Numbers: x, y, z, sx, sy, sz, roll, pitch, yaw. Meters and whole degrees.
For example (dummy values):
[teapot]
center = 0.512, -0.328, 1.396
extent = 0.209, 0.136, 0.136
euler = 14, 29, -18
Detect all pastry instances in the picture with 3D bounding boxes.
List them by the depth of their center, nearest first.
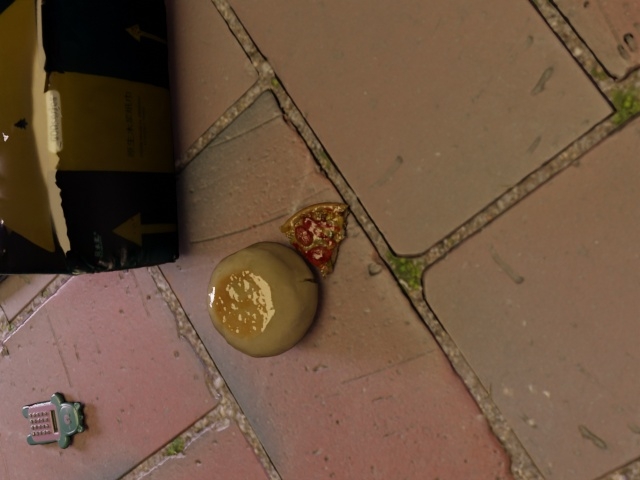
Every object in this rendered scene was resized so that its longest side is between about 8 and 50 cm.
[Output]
[pastry]
center = -0.079, 0.079, 1.071
extent = 0.156, 0.092, 0.157
euler = 2, 95, 22

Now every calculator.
[calculator]
center = -0.445, 0.302, 1.321
extent = 0.141, 0.019, 0.094
euler = -15, 84, 28

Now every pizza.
[pizza]
center = 0.000, -0.015, 1.055
extent = 0.100, 0.029, 0.099
euler = 47, 112, 17

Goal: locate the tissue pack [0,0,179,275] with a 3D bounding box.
[tissue pack]
center = -0.365, -0.155, 1.115
extent = 0.264, 0.253, 0.417
euler = -1, 95, 28

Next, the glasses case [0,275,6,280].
[glasses case]
center = -0.580, 0.049, 1.359
extent = 0.178, 0.045, 0.067
euler = -37, 77, 25
